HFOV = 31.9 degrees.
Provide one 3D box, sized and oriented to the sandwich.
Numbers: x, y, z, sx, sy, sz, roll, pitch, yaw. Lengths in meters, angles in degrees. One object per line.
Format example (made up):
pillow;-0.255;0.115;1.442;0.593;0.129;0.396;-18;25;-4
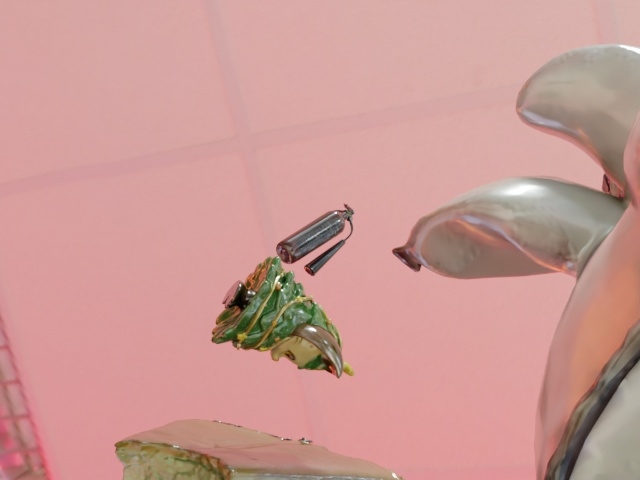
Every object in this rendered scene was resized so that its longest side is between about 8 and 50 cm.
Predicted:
sandwich;-0.042;0.214;0.853;0.220;0.186;0.108;12;-90;10

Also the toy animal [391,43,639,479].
toy animal;0.160;0.039;0.430;0.247;0.310;0.183;44;-75;0

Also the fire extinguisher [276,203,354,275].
fire extinguisher;0.004;0.001;1.052;0.032;0.100;0.046;-23;-83;55

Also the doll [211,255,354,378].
doll;-0.017;0.057;0.843;0.113;0.078;0.077;19;-90;-12

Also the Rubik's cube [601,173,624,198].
Rubik's cube;0.286;-0.049;0.923;0.111;0.111;0.093;43;-41;7
